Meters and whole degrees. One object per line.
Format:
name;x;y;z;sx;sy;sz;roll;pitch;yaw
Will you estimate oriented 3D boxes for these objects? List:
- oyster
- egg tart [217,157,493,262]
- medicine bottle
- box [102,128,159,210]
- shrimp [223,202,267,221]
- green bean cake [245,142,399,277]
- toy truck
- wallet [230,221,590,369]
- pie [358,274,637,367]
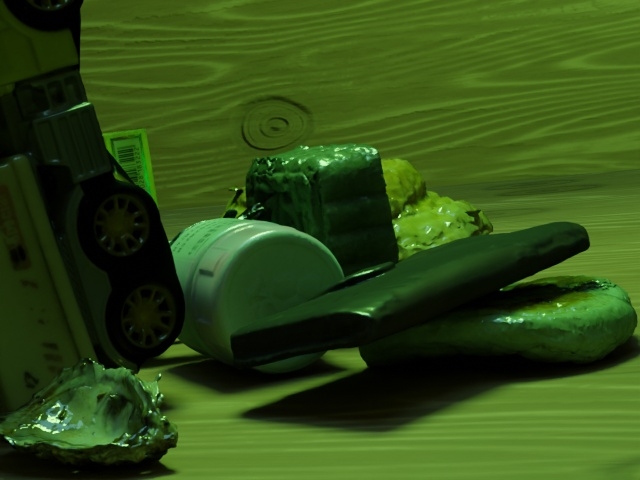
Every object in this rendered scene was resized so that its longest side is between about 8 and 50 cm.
oyster;-0.160;0.125;1.008;0.177;0.056;0.105;-3;18;37
egg tart;0.000;-0.004;1.683;0.352;0.153;0.340;-3;9;40
medicine bottle;-0.063;0.047;1.288;0.135;0.135;0.168;-9;6;-20
box;-0.250;-0.021;1.770;0.064;0.219;0.141;-11;6;-34
shrimp;-0.136;0.042;1.429;0.217;0.051;0.150;-41;-6;-2
green bean cake;0.000;0.000;1.423;0.094;0.185;0.183;-10;7;-25
toy truck;-0.270;-0.044;1.138;0.254;0.405;0.181;-23;14;-37
wallet;0.073;0.037;1.163;0.165;0.042;0.310;-9;7;43
pie;0.146;0.070;1.216;0.241;0.054;0.240;-7;5;1
